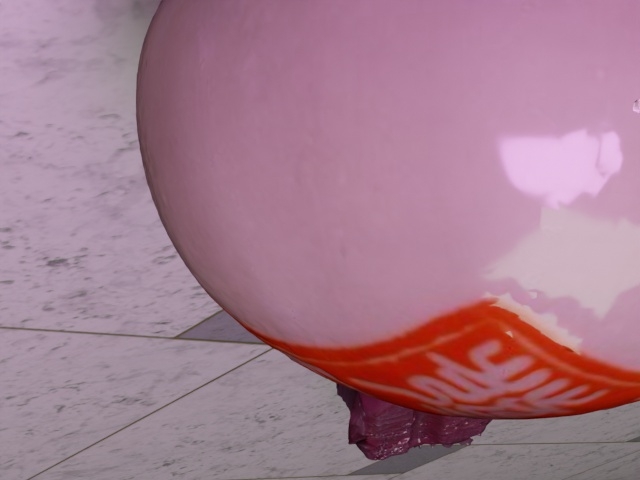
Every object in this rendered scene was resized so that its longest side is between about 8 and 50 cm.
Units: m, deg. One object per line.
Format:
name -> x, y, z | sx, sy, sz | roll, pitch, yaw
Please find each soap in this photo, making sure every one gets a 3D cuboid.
soap -> 0.125, 0.124, 1.416 | 0.220, 0.127, 0.325 | -13, 159, -7

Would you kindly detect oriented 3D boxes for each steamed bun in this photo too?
steamed bun -> 0.092, -0.033, 0.693 | 0.374, 0.241, 0.374 | -1, -177, 0
